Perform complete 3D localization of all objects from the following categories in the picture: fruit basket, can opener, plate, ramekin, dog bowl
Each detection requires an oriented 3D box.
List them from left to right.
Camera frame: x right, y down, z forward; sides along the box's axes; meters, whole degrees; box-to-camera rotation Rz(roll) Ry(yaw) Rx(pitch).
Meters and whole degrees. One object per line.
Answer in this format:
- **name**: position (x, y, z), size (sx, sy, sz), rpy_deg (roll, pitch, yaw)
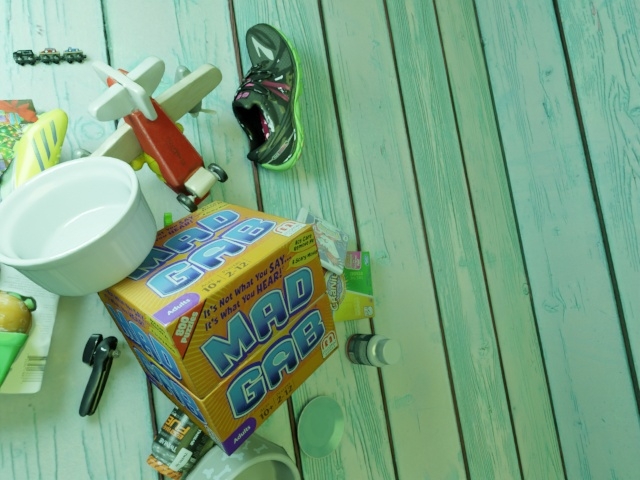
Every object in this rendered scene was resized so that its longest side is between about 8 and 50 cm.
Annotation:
- **fruit basket**: position (-0.708, 0.118, 0.799), size (0.327, 0.165, 0.353), rpy_deg (16, 58, -39)
- **ramekin**: position (-0.466, -0.025, 0.794), size (0.277, 0.277, 0.135), rpy_deg (-53, 151, -31)
- **can opener**: position (-0.522, 0.316, 0.956), size (0.059, 0.073, 0.186), rpy_deg (40, 55, -70)
- **dog bowl**: position (-0.195, 0.683, 1.044), size (0.348, 0.102, 0.349), rpy_deg (-6, 100, -41)
- **plate**: position (-0.001, 0.596, 1.304), size (0.188, 0.024, 0.188), rpy_deg (7, 78, -35)

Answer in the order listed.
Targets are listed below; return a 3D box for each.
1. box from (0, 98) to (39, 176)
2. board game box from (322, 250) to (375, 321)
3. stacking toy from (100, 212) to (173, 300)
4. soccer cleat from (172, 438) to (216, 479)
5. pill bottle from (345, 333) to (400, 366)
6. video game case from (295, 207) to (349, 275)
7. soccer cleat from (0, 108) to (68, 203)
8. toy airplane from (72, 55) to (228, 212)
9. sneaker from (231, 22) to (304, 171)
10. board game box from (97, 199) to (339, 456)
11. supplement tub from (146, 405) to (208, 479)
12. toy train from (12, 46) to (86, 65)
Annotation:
- **box**: position (-0.755, -0.190, 0.865), size (0.293, 0.057, 0.201), rpy_deg (-19, 95, -38)
- **board game box**: position (0.043, 0.158, 1.393), size (0.316, 0.064, 0.242), rpy_deg (1, 81, -37)
- **stacking toy**: position (-0.456, 0.038, 1.000), size (0.166, 0.052, 0.221), rpy_deg (-7, 114, -37)
- **soccer cleat**: position (-0.303, 0.562, 1.051), size (0.068, 0.076, 0.196), rpy_deg (53, 56, -16)
- **pill bottle**: position (0.180, 0.373, 1.382), size (0.107, 0.180, 0.108), rpy_deg (8, 77, -36)
- **video game case**: position (0.000, 0.000, 1.354), size (0.201, 0.023, 0.183), rpy_deg (30, 44, -15)
- **soccer cleat**: position (-0.606, -0.146, 0.870), size (0.121, 0.093, 0.289), rpy_deg (28, 75, -18)
- **toy airplane**: position (-0.426, -0.265, 0.995), size (0.386, 0.272, 0.385), rpy_deg (-10, 120, -51)
- **sneaker**: position (-0.174, -0.462, 1.274), size (0.202, 0.185, 0.483), rpy_deg (-4, 83, -41)
- **board game box**: position (-0.227, 0.164, 0.940), size (0.356, 0.356, 0.357), rpy_deg (-37, 128, -36)
- **supplement tub**: position (-0.337, 0.479, 1.016), size (0.117, 0.117, 0.190), rpy_deg (43, 59, -23)
- **toy train**: position (-0.666, -0.457, 1.004), size (0.158, 0.027, 0.036), rpy_deg (-23, 85, -37)
